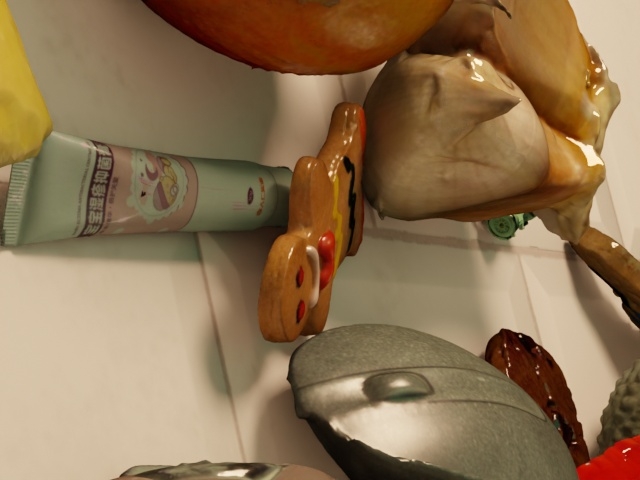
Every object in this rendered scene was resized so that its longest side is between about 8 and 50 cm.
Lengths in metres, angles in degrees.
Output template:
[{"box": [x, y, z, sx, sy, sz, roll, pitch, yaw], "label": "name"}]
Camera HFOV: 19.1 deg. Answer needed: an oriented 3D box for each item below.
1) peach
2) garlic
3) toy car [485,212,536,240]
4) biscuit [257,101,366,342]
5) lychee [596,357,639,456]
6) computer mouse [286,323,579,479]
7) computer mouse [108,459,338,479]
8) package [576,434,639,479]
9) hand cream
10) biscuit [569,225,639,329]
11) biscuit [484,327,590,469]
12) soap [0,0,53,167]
[{"box": [-0.013, -0.303, 1.530, 0.372, 0.290, 0.373, 18, 35, -13], "label": "peach"}, {"box": [0.150, -0.134, 1.740, 0.249, 0.286, 0.313, 34, 9, 36], "label": "garlic"}, {"box": [0.174, -0.073, 1.942, 0.073, 0.054, 0.143, -34, 106, -58], "label": "toy car"}, {"box": [0.001, 0.000, 1.565, 0.250, 0.036, 0.165, -60, 153, -57], "label": "biscuit"}, {"box": [0.418, 0.213, 1.969, 0.274, 0.255, 0.255, 31, 47, -61], "label": "lychee"}, {"box": [0.116, 0.162, 1.602, 0.374, 0.114, 0.203, 28, 24, -52], "label": "computer mouse"}, {"box": [-0.011, 0.246, 1.338, 0.389, 0.115, 0.200, 16, 56, -38], "label": "computer mouse"}, {"box": [0.361, 0.390, 1.804, 0.196, 0.123, 0.424, -24, 103, -33], "label": "package"}, {"box": [-0.127, -0.037, 1.443, 0.331, 0.058, 0.085, 2, 104, -55], "label": "hand cream"}, {"box": [0.396, 0.095, 2.121, 0.320, 0.183, 0.047, 43, 81, -20], "label": "biscuit"}, {"box": [0.214, 0.171, 1.848, 0.192, 0.049, 0.192, 56, 20, -33], "label": "biscuit"}, {"box": [-0.327, -0.225, 1.167, 0.306, 0.115, 0.427, -17, 87, -56], "label": "soap"}]
